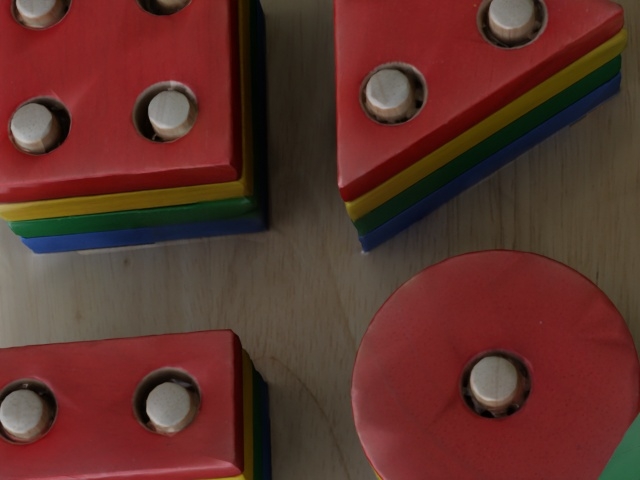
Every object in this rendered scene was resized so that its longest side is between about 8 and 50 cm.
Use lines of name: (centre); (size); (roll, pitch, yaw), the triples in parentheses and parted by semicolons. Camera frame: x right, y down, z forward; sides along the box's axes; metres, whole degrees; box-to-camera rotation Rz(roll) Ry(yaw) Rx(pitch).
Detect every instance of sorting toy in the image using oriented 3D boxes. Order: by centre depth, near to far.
sorting toy: (0.000, 0.000, 0.596); (0.089, 0.255, 0.257); (65, -159, -67)

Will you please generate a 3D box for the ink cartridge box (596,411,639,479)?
ink cartridge box: (0.127, 0.028, 0.298); (0.056, 0.181, 0.224); (48, 130, 0)
